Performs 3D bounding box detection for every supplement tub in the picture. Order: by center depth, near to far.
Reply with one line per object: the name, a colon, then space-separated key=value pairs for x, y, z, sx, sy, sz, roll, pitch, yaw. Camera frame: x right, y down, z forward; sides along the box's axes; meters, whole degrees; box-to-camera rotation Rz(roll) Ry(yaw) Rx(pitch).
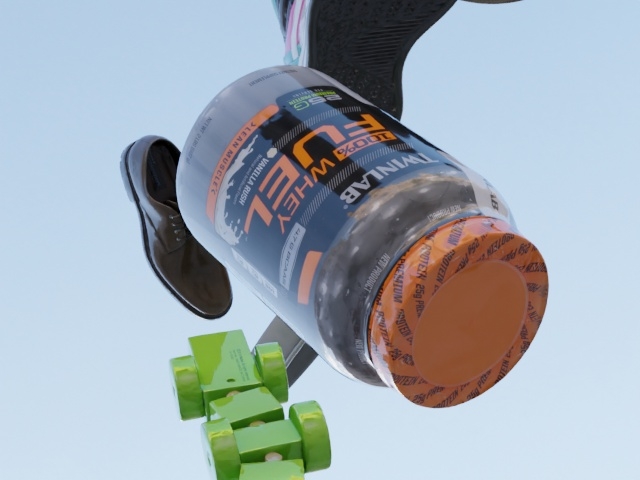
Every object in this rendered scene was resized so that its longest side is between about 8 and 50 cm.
supplement tub: x=0.018 y=-0.004 z=0.678 sx=0.117 sy=0.190 sz=0.117 roll=-18 pitch=-55 yaw=-28

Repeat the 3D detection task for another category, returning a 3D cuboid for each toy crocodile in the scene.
toy crocodile: x=-0.072 y=0.181 z=1.318 sx=0.115 sy=0.340 sz=0.105 roll=-10 pitch=-65 yaw=-15

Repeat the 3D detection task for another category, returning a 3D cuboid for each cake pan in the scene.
cake pan: x=-0.008 y=0.102 z=1.830 sx=0.054 sy=0.293 sz=0.293 roll=38 pitch=-100 yaw=8

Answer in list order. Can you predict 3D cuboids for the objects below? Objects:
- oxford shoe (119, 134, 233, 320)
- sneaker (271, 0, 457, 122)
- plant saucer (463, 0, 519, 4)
oxford shoe: x=-0.159 y=-0.013 z=1.546 sx=0.083 sy=0.096 sz=0.227 roll=-28 pitch=-85 yaw=-24
sneaker: x=0.031 y=-0.209 z=1.004 sx=0.124 sy=0.178 sz=0.295 roll=0 pitch=-33 yaw=-16
plant saucer: x=0.189 y=-0.398 z=1.569 sx=0.278 sy=0.278 sz=0.041 roll=60 pitch=-146 yaw=-33
